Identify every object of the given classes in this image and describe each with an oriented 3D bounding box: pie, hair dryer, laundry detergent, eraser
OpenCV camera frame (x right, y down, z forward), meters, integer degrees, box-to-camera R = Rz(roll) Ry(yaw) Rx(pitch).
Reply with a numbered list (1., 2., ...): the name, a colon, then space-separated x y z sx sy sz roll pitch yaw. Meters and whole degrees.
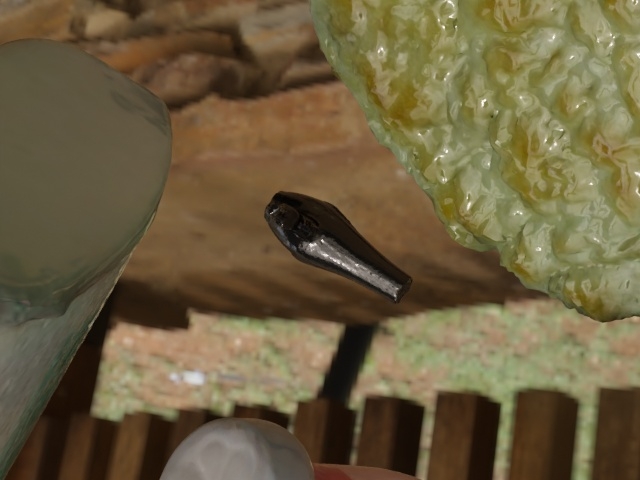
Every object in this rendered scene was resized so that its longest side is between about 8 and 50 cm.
1. pie: 0.105 -0.090 0.439 0.257 0.105 0.274 41 141 -4
2. hair dryer: 0.000 0.000 0.667 0.079 0.031 0.083 33 -176 18
3. laundry detergent: 0.046 0.178 0.777 0.159 0.088 0.335 -16 147 34
4. eraser: -0.171 0.068 0.600 0.104 0.189 0.290 28 120 -8
